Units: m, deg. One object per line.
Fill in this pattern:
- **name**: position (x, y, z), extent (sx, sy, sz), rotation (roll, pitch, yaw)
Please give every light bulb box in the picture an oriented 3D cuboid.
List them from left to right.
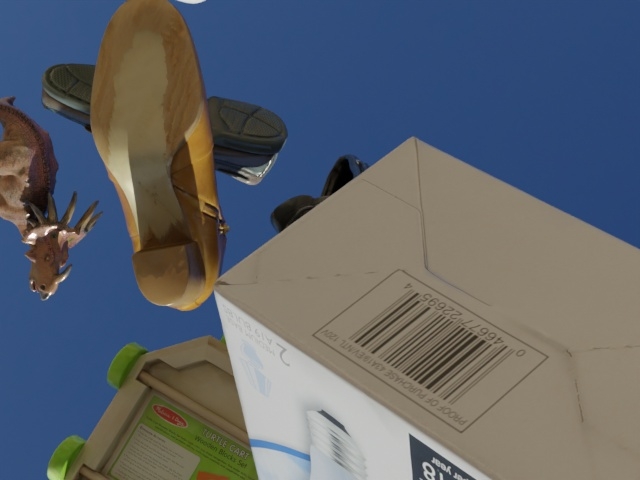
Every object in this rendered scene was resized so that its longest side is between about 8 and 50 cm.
- **light bulb box**: position (0.138, 0.176, 1.053), extent (0.225, 0.361, 0.358), rotation (-36, -133, -27)

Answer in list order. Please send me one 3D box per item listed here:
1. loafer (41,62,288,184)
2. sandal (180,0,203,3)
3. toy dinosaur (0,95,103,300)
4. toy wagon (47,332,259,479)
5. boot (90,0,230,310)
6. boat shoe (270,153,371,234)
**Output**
- **loafer**: position (-0.172, -0.115, 1.515), extent (0.096, 0.268, 0.084), rotation (-97, -156, -50)
- **sandal**: position (-0.227, -0.448, 1.672), extent (0.416, 0.102, 0.169), rotation (55, -53, 33)
- **toy dinosaur**: position (-0.396, -0.088, 1.933), extent (0.127, 0.295, 0.200), rotation (-29, -148, -28)
- **toy wagon**: position (-0.116, 0.211, 1.509), extent (0.267, 0.068, 0.344), rotation (29, -100, 17)
- **boot**: position (-0.147, -0.079, 1.365), extent (0.104, 0.211, 0.295), rotation (-4, -86, 3)
- **boat shoe**: position (0.003, -0.003, 1.453), extent (0.127, 0.113, 0.340), rotation (-45, -177, 37)
